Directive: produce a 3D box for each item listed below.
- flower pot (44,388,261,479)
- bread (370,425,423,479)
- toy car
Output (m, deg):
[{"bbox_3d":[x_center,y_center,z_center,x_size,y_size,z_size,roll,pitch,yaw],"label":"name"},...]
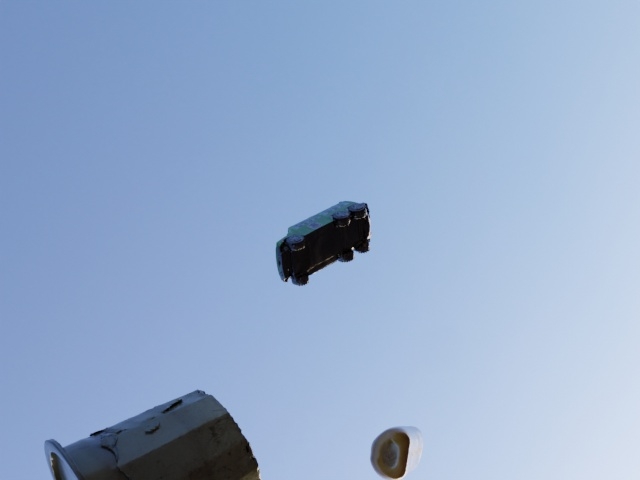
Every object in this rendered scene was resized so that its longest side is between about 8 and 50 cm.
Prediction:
[{"bbox_3d":[-0.193,0.280,1.037,0.203,0.212,0.212,-30,-63,-27],"label":"flower pot"},{"bbox_3d":[0.139,0.382,1.589,0.239,0.074,0.092,41,-124,-73],"label":"bread"},{"bbox_3d":[0.000,0.000,1.206,0.165,0.063,0.071,-27,-57,-35],"label":"toy car"}]
